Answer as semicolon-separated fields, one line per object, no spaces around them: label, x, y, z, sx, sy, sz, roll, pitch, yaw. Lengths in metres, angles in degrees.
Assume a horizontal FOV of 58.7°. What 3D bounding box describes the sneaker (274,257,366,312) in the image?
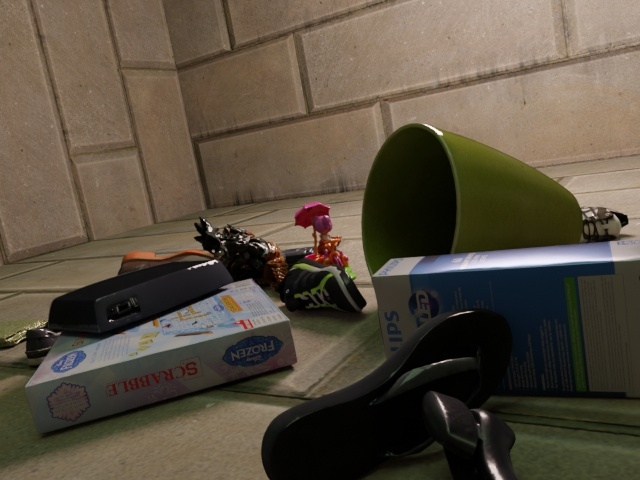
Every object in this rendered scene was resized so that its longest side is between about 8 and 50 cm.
sneaker;-0.009;0.095;0.959;0.097;0.084;0.234;-39;18;-17

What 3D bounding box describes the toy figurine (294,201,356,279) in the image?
toy figurine;0.000;0.000;1.187;0.130;0.159;0.173;-15;11;-25

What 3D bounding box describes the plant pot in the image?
plant pot;0.257;-0.033;0.908;0.293;0.275;0.274;2;4;-23

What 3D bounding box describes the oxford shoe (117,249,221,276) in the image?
oxford shoe;-0.344;0.088;1.342;0.271;0.097;0.098;-3;43;7

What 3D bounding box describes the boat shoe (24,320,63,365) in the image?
boat shoe;-0.458;0.158;1.026;0.075;0.065;0.206;-9;9;7

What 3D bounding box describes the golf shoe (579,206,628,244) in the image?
golf shoe;0.508;-0.030;1.072;0.198;0.077;0.093;-19;13;-39

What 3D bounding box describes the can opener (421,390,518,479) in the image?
can opener;0.113;0.171;0.378;0.073;0.059;0.186;15;16;-9

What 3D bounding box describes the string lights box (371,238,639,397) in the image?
string lights box;0.192;0.080;0.575;0.259;0.134;0.076;-5;12;26

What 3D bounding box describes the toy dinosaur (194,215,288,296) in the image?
toy dinosaur;-0.156;0.035;1.214;0.218;0.165;0.321;2;-3;-34

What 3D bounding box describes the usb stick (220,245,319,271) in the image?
usb stick;-0.129;0.049;1.375;0.277;0.045;0.077;-6;0;19

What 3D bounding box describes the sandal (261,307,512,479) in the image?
sandal;0.075;0.142;0.481;0.254;0.097;0.054;-27;14;-23

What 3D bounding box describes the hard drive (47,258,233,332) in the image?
hard drive;-0.285;0.082;0.916;0.171;0.054;0.254;-4;10;39

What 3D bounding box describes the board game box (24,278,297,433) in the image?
board game box;-0.224;0.146;0.837;0.317;0.066;0.318;-12;9;-13

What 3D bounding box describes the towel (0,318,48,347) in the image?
towel;-0.639;0.190;1.151;0.148;0.027;0.110;-6;11;20
